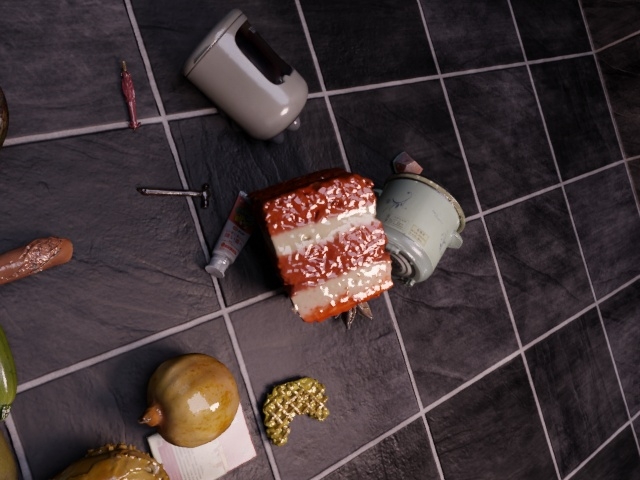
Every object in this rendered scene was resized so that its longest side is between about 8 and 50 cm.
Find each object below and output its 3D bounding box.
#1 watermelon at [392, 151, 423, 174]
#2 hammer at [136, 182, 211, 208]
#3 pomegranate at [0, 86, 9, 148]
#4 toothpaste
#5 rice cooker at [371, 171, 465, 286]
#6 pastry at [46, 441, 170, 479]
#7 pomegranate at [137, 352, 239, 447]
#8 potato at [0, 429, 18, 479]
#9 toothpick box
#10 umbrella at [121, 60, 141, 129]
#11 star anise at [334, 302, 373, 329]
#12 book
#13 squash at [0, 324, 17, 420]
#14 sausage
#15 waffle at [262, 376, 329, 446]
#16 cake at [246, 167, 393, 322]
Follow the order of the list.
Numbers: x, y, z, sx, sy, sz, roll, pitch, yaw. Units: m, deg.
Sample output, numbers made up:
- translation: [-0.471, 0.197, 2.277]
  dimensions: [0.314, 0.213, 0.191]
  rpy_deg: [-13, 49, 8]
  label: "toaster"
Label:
- translation: [0.278, -0.239, 1.663]
  dimensions: [0.084, 0.072, 0.093]
  rpy_deg: [11, 72, -47]
  label: "watermelon"
- translation: [-0.353, -0.113, 1.288]
  dimensions: [0.178, 0.021, 0.065]
  rpy_deg: [1, 83, -31]
  label: "hammer"
- translation: [-0.752, -0.252, 0.954]
  dimensions: [0.340, 0.285, 0.285]
  rpy_deg: [37, 63, 8]
  label: "pomegranate"
- translation: [-0.218, -0.014, 1.343]
  dimensions: [0.089, 0.057, 0.234]
  rpy_deg: [39, 55, -23]
  label: "toothpaste"
- translation: [0.254, -0.044, 1.510]
  dimensions: [0.316, 0.264, 0.317]
  rpy_deg: [0, 64, 1]
  label: "rice cooker"
- translation: [-0.451, 0.539, 1.045]
  dimensions: [0.310, 0.161, 0.255]
  rpy_deg: [-34, 124, -23]
  label: "pastry"
- translation: [-0.281, 0.350, 1.165]
  dimensions: [0.207, 0.207, 0.207]
  rpy_deg: [5, 80, -30]
  label: "pomegranate"
- translation: [-0.649, 0.419, 0.954]
  dimensions: [0.174, 0.159, 0.252]
  rpy_deg: [-6, 98, -58]
  label: "potato"
- translation: [-0.177, -0.385, 1.339]
  dimensions: [0.316, 0.229, 0.229]
  rpy_deg: [43, 64, -21]
  label: "toothpick box"
- translation: [-0.455, -0.344, 1.260]
  dimensions: [0.027, 0.025, 0.166]
  rpy_deg: [-9, 90, -51]
  label: "umbrella"
- translation: [0.081, 0.152, 1.487]
  dimensions: [0.195, 0.065, 0.182]
  rpy_deg: [47, 59, -5]
  label: "star anise"
- translation: [-0.273, 0.487, 1.245]
  dimensions: [0.231, 0.022, 0.162]
  rpy_deg: [-18, 90, -32]
  label: "book"
- translation: [-0.643, 0.226, 1.037]
  dimensions: [0.066, 0.066, 0.252]
  rpy_deg: [-19, 94, -32]
  label: "squash"
- translation: [-0.649, 0.057, 1.050]
  dimensions: [0.304, 0.078, 0.078]
  rpy_deg: [-21, 94, -33]
  label: "sausage"
- translation: [-0.063, 0.436, 1.364]
  dimensions: [0.194, 0.051, 0.149]
  rpy_deg: [-4, 85, -37]
  label: "waffle"
- translation: [0.000, 0.000, 1.300]
  dimensions: [0.269, 0.269, 0.320]
  rpy_deg: [-19, 104, -9]
  label: "cake"
